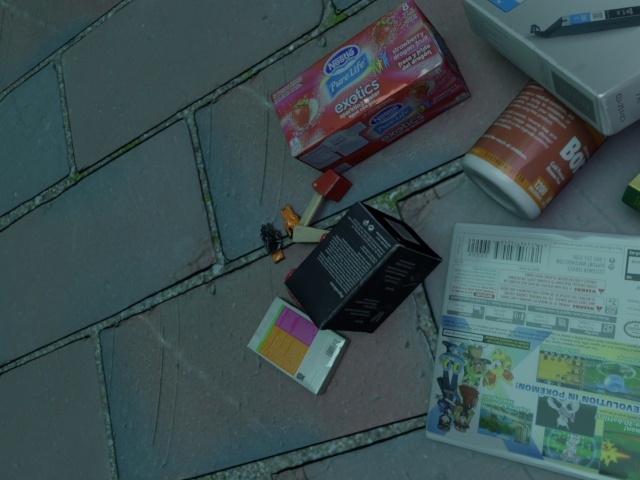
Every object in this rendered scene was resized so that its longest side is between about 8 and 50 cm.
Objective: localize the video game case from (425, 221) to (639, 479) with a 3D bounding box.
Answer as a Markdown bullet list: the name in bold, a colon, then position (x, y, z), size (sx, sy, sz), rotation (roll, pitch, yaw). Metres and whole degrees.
- **video game case**: position (0.309, 0.136, 0.771), size (0.329, 0.036, 0.299), rotation (6, 84, 30)

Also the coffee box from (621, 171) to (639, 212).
- **coffee box**: position (0.454, -0.039, 0.691), size (0.113, 0.040, 0.184), rotation (-41, 60, -11)

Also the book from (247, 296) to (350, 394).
- **book**: position (-0.034, 0.162, 0.968), size (0.144, 0.035, 0.096), rotation (29, 93, 31)

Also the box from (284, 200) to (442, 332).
- **box**: position (0.062, 0.044, 0.860), size (0.158, 0.156, 0.093), rotation (-49, 61, 14)

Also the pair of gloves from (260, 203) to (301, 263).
- **pair of gloves**: position (-0.062, -0.011, 1.028), size (0.083, 0.010, 0.074), rotation (-38, 67, 21)

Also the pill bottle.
- **pill bottle**: position (0.290, -0.141, 0.774), size (0.216, 0.121, 0.121), rotation (-50, 61, 4)

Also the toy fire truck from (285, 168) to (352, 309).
- **toy fire truck**: position (0.000, 0.000, 0.968), size (0.192, 0.047, 0.135), rotation (-49, 62, 14)

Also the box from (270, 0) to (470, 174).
- **box**: position (0.072, -0.217, 0.920), size (0.257, 0.128, 0.122), rotation (-29, 68, 23)

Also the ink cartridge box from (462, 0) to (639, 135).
- **ink cartridge box**: position (0.349, -0.279, 0.711), size (0.261, 0.066, 0.296), rotation (-31, 44, 5)
